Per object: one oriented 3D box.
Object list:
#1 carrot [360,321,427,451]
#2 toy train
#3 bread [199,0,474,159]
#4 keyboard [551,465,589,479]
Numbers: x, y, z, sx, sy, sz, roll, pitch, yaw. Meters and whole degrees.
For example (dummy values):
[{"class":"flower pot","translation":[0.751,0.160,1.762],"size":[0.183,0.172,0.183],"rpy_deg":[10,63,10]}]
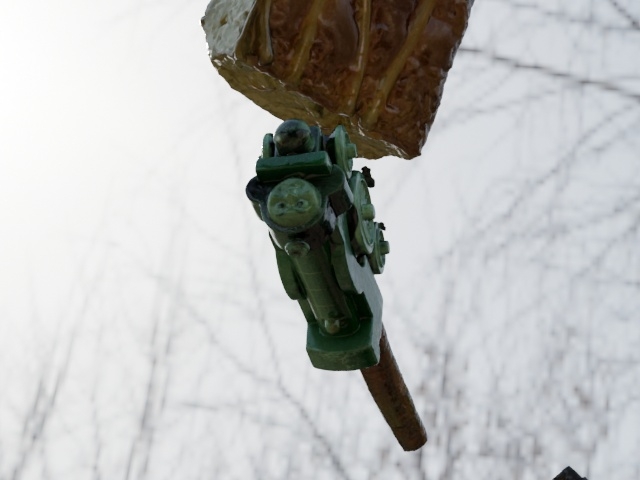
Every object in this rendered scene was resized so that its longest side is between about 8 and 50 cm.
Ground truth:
[{"class":"carrot","translation":[0.062,0.130,1.853],"size":[0.042,0.042,0.170],"rpy_deg":[-12,-64,29]},{"class":"toy train","translation":[0.000,0.000,1.286],"size":[0.071,0.104,0.178],"rpy_deg":[-5,-38,13]},{"class":"bread","translation":[0.033,-0.217,1.440],"size":[0.185,0.274,0.114],"rpy_deg":[28,-17,-30]},{"class":"keyboard","translation":[0.164,0.275,1.650],"size":[0.060,0.195,0.018],"rpy_deg":[43,-11,29]}]
